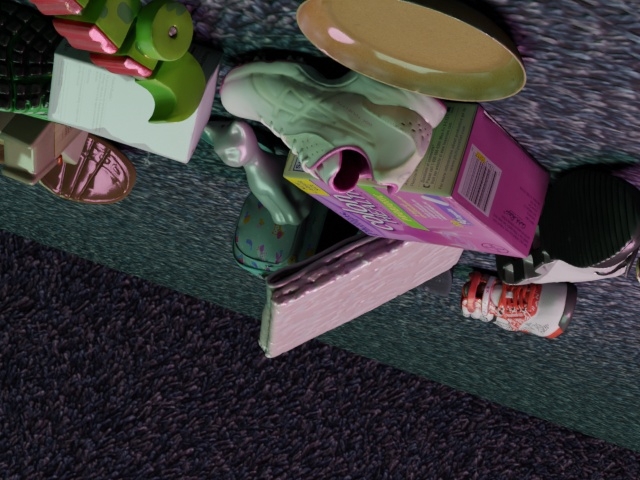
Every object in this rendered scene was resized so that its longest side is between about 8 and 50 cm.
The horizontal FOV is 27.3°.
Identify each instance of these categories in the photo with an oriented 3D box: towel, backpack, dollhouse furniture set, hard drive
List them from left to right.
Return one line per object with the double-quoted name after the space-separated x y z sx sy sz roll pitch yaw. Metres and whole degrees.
-0.477 -0.183 1.838 0.259 0.135 0.262 22 136 10 "dollhouse furniture set"
-0.054 -0.012 2.061 0.144 0.166 0.188 22 168 -41 "backpack"
0.064 0.050 1.912 0.332 0.053 0.317 -25 165 -11 "towel"
0.147 0.031 2.246 0.172 0.054 0.254 16 168 9 "hard drive"

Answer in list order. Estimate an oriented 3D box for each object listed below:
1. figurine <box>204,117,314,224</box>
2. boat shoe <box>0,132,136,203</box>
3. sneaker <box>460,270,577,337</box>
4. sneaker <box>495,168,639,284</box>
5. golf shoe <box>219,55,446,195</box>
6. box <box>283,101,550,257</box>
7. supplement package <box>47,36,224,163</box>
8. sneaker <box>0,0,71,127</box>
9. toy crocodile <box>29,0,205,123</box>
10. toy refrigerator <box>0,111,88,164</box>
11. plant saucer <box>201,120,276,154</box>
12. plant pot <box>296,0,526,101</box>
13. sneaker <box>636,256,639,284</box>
-0.034 -0.107 1.787 0.215 0.092 0.209 1 152 33 "figurine"
-0.470 -0.164 2.184 0.342 0.123 0.123 17 -161 -24 "boat shoe"
0.324 0.104 2.231 0.145 0.090 0.270 17 171 -9 "sneaker"
0.349 -0.012 1.649 0.146 0.122 0.330 2 172 -16 "sneaker"
-0.007 -0.132 1.514 0.306 0.140 0.115 10 168 38 "golf shoe"
0.120 -0.080 1.613 0.243 0.117 0.213 10 166 36 "box"
-0.221 -0.185 1.575 0.179 0.105 0.105 18 132 0 "supplement package"
-0.350 -0.203 1.711 0.343 0.134 0.146 23 174 -10 "sneaker"
-0.237 -0.244 1.371 0.115 0.105 0.340 10 158 36 "toy crocodile"
-0.483 -0.204 1.984 0.269 0.102 0.094 15 168 10 "toy refrigerator"
-0.117 -0.146 1.897 0.119 0.021 0.119 17 168 4 "plant saucer"
0.092 -0.201 1.305 0.236 0.032 0.236 16 168 3 "plant pot"
0.517 0.049 1.767 0.185 0.069 0.084 15 161 -14 "sneaker"
